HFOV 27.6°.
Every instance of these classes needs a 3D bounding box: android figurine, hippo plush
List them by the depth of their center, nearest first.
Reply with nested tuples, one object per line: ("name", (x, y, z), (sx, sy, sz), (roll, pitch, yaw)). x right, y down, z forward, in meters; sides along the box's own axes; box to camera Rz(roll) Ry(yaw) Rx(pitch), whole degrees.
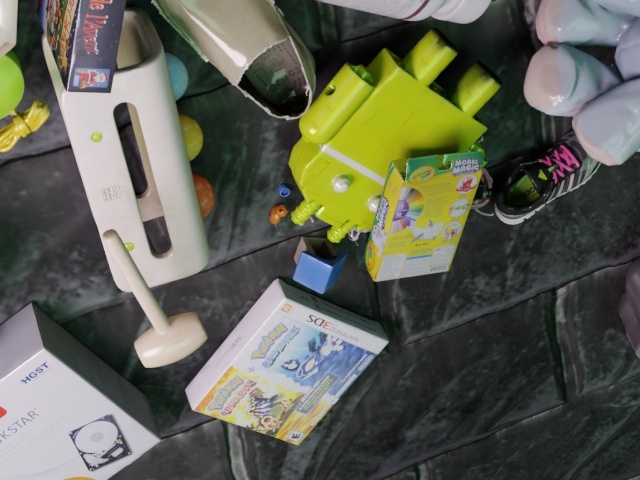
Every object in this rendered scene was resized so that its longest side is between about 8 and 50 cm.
("android figurine", (0.077, -0.109, 1.480), (0.273, 0.056, 0.248), (-46, 134, 16))
("hippo plush", (0.392, -0.220, 1.511), (0.294, 0.234, 0.236), (-30, 165, 21))

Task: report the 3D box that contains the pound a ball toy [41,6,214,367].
("pound a ball toy", (-0.173, -0.053, 1.355), (0.135, 0.208, 0.319), (-18, 131, -9))

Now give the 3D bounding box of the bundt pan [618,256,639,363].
("bundt pan", (0.561, 0.063, 1.828), (0.330, 0.124, 0.331), (-12, 131, -14))

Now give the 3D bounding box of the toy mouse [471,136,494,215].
("toy mouse", (0.160, -0.076, 1.599), (0.161, 0.031, 0.143), (11, 122, -26))

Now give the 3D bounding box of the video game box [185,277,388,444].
("video game box", (-0.042, 0.162, 1.695), (0.187, 0.048, 0.205), (26, 113, -34))

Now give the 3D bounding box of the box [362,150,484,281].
("box", (0.117, -0.035, 1.496), (0.105, 0.043, 0.179), (-7, 137, -24))

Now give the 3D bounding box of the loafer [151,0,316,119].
("loafer", (-0.082, -0.219, 1.338), (0.102, 0.092, 0.268), (-41, 131, 11))

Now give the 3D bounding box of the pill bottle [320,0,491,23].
("pill bottle", (0.065, -0.291, 1.327), (0.221, 0.121, 0.121), (7, 123, -28))

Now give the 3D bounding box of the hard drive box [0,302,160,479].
("hard drive box", (-0.337, 0.211, 1.576), (0.181, 0.089, 0.232), (-37, 132, 7))

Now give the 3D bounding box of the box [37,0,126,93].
("box", (-0.212, -0.274, 1.192), (0.044, 0.159, 0.233), (0, 126, -23))

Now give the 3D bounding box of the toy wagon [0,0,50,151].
("toy wagon", (-0.393, -0.214, 1.213), (0.267, 0.068, 0.344), (-37, 130, 8))

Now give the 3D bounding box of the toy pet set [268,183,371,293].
("toy pet set", (0.000, 0.000, 1.570), (0.122, 0.065, 0.114), (3, 125, -25))

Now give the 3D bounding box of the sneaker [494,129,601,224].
("sneaker", (0.283, -0.082, 1.614), (0.170, 0.063, 0.075), (-38, 168, 13))
